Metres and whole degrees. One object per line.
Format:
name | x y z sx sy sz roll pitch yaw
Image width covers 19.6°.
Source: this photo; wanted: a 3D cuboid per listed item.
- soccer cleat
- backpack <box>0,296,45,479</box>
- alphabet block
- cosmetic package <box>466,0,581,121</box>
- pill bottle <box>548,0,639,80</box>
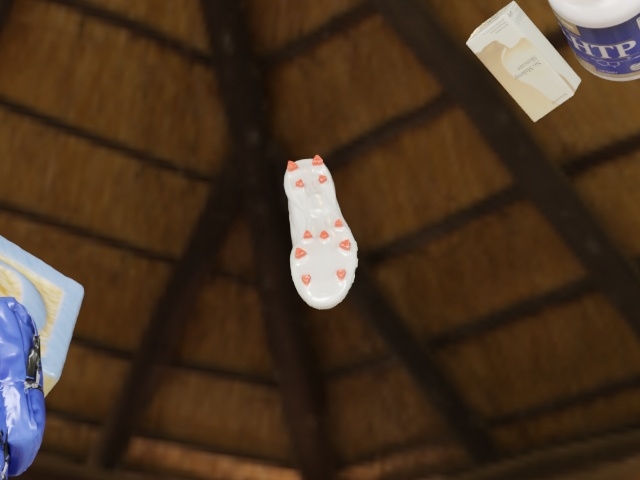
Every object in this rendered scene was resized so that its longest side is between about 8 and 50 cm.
soccer cleat | 0.000 0.000 1.869 0.068 0.196 0.076 -8 -42 -1
backpack | -0.178 0.085 0.859 0.101 0.120 0.098 -2 -22 -11
alphabet block | -0.401 0.117 2.036 0.193 0.192 0.197 34 -63 -15
cosmetic package | 0.215 -0.189 1.959 0.115 0.041 0.060 47 -55 -8
pill bottle | 0.268 -0.235 1.724 0.112 0.112 0.187 -1 -21 21
